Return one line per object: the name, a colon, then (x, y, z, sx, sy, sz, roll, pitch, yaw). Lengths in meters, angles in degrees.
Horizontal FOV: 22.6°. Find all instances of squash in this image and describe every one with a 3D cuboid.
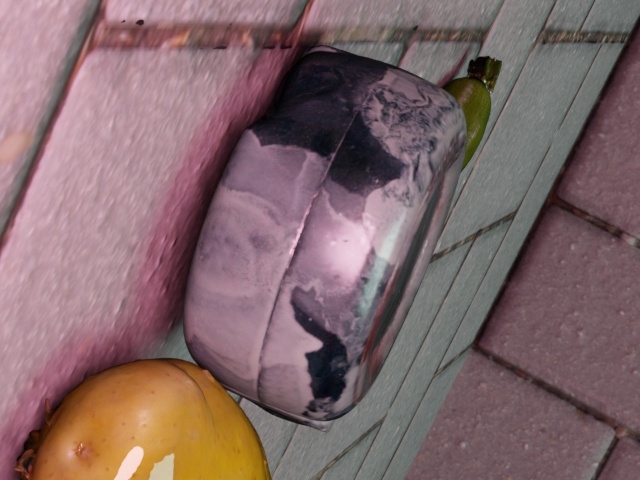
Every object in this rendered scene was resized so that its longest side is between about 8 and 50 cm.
squash: (0.114, -0.093, 1.590, 0.318, 0.071, 0.080, -45, 159, -52)

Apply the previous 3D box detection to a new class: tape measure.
tape measure: (0.000, 0.000, 1.143, 0.275, 0.147, 0.256, 98, 16, -53)

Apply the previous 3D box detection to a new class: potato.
potato: (-0.113, 0.172, 1.100, 0.173, 0.140, 0.300, -65, 160, -16)
